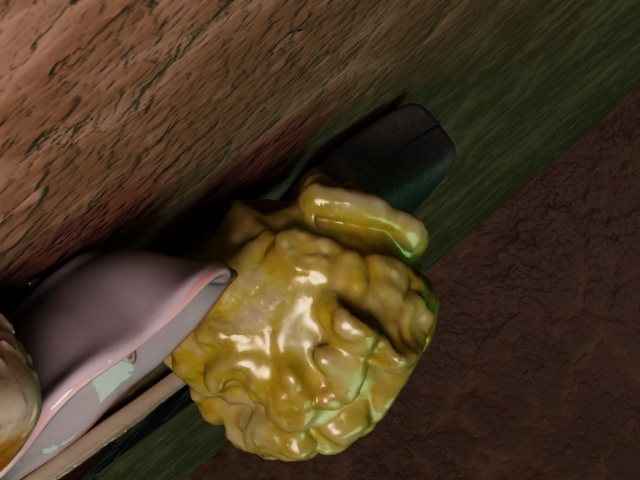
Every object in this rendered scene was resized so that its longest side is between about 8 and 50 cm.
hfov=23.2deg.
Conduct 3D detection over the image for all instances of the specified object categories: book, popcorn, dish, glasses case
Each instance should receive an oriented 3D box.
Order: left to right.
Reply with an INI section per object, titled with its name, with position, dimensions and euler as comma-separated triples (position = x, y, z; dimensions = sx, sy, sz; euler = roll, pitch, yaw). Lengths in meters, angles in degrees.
[dish]
position = -0.155, 0.065, 0.950
dimensions = 0.229, 0.081, 0.229
euler = -42, 176, -4
[book]
position = -0.237, 0.226, 1.751
dimensions = 0.374, 0.028, 0.262
euler = -35, 174, -35
[popcorn]
position = -0.011, 0.044, 1.120
dimensions = 0.217, 0.181, 0.235
euler = -51, -168, -29
[glasses case]
position = 0.000, 0.000, 1.366
dimensions = 0.131, 0.074, 0.323
euler = -36, 172, -37

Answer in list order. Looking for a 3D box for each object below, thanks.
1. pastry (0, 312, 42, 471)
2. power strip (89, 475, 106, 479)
[pastry]
position = -0.219, 0.099, 0.789
dimensions = 0.166, 0.088, 0.166
euler = -37, 170, -7
[power strip]
position = -0.300, 0.359, 1.851
dimensions = 0.062, 0.091, 0.385
euler = -37, 178, 5
